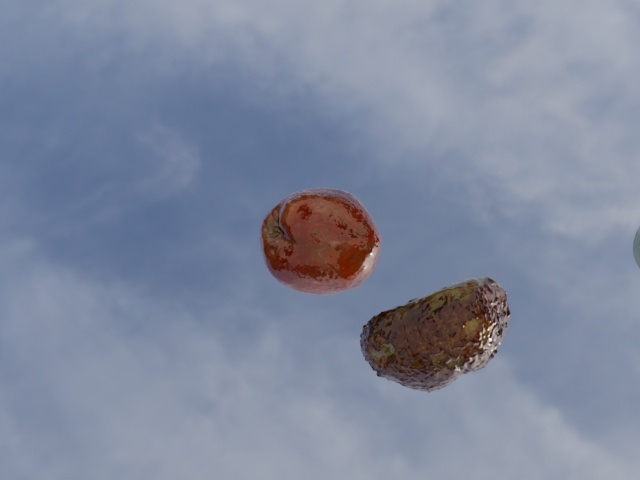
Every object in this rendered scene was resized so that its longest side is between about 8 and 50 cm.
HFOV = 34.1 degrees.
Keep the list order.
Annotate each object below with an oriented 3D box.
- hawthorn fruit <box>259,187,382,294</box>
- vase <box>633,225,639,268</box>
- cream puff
[{"bbox_3d":[0.000,0.000,1.060,0.128,0.128,0.128,-4,-117,9],"label":"hawthorn fruit"},{"bbox_3d":[0.423,0.012,1.209,0.096,0.219,0.096,0,-88,11],"label":"vase"},{"bbox_3d":[0.111,0.088,0.948,0.149,0.149,0.085,-21,-95,1],"label":"cream puff"}]
